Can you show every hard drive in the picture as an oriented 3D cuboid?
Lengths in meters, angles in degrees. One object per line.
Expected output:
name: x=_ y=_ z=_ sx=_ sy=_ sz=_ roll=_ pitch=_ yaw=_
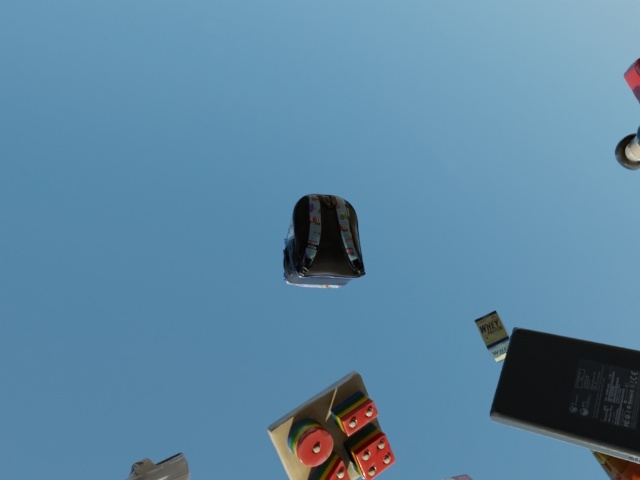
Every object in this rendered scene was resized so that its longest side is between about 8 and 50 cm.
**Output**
hard drive: x=0.231 y=0.134 z=0.524 sx=0.135 sy=0.022 sz=0.094 roll=8 pitch=-119 yaw=33

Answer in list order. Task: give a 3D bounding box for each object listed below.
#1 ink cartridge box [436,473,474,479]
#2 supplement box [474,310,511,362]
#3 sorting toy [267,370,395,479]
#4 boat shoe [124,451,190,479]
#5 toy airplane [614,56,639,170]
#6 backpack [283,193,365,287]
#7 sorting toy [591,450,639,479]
ink cartridge box: x=0.321 y=0.576 z=1.205 sx=0.127 sy=0.072 sz=0.175 roll=12 pitch=-166 yaw=-42
supplement box: x=0.409 y=0.223 z=1.354 sx=0.083 sy=0.056 sz=0.083 roll=47 pitch=-160 yaw=-43
sorting toy: x=0.042 y=0.489 z=1.374 sx=0.255 sy=0.089 sz=0.257 roll=-28 pitch=-68 yaw=-21
boat shoe: x=-0.316 y=0.431 z=1.065 sx=0.184 sy=0.066 sz=0.063 roll=2 pitch=-111 yaw=-48
toy airplane: x=0.672 y=-0.134 z=0.836 sx=0.384 sy=0.272 sz=0.386 roll=36 pitch=-175 yaw=-32
backpack: x=0.000 y=0.000 z=1.167 sx=0.158 sy=0.117 sz=0.174 roll=2 pitch=-107 yaw=-22
sorting toy: x=0.528 y=0.536 z=1.129 sx=0.126 sy=0.127 sz=0.366 roll=34 pitch=-111 yaw=11
